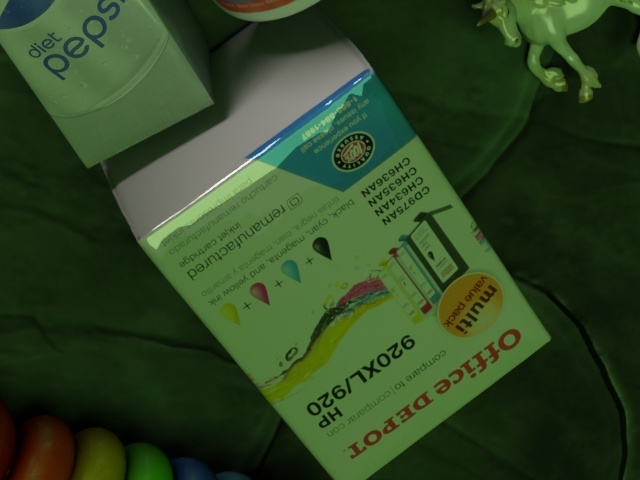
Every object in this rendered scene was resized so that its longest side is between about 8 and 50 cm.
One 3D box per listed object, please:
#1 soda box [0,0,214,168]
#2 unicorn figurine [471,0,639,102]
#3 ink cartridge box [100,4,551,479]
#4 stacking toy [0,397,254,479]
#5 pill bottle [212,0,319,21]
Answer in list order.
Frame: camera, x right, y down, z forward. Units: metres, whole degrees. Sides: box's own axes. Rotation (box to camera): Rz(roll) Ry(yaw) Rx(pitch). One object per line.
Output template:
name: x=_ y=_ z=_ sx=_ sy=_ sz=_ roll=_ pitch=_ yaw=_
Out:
soda box: x=-0.168 y=-0.187 z=0.926 sx=0.091 sy=0.098 sz=0.286 roll=-26 pitch=121 yaw=10
unicorn figurine: x=0.167 y=-0.148 z=1.086 sx=0.162 sy=0.060 sz=0.111 roll=-39 pitch=120 yaw=-16
ink cartridge box: x=0.000 y=0.000 z=1.033 sx=0.171 sy=0.168 sz=0.232 roll=-36 pitch=120 yaw=1
stacking toy: x=-0.145 y=0.186 z=1.112 sx=0.330 sy=0.141 sz=0.141 roll=27 pitch=104 yaw=-19
pill bottle: x=-0.068 y=-0.232 z=0.899 sx=0.124 sy=0.124 sz=0.221 roll=-41 pitch=137 yaw=4
